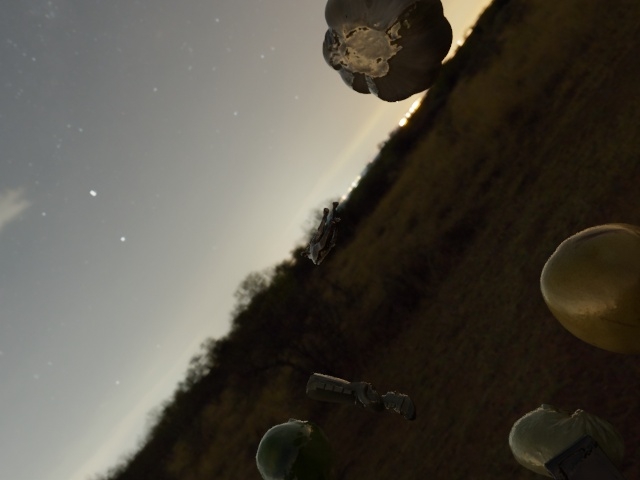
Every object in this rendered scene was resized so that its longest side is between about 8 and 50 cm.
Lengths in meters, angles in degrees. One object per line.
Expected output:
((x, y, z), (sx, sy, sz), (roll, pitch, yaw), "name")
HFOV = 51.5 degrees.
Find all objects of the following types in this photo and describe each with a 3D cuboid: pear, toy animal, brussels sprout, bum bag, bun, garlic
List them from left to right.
((-0.043, 0.397, 1.200), (0.122, 0.151, 0.149), (74, -146, -60), "brussels sprout")
((-0.001, 0.009, 1.637), (0.275, 0.054, 0.149), (114, 162, -57), "toy animal")
((0.114, -0.338, 1.101), (0.152, 0.228, 0.228), (-54, 0, -35), "garlic")
((0.495, 0.392, 1.343), (0.222, 0.222, 0.127), (-50, -48, -82), "bun")
((0.498, 0.446, 1.205), (0.109, 0.159, 0.026), (-30, -30, -8), "bum bag")
((0.684, 0.105, 1.539), (0.314, 0.314, 0.314), (-53, -1, -1), "pear")

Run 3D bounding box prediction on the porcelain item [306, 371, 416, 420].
((0.082, 0.303, 1.288), (0.084, 0.213, 0.054), (42, -122, -64), "porcelain item")
